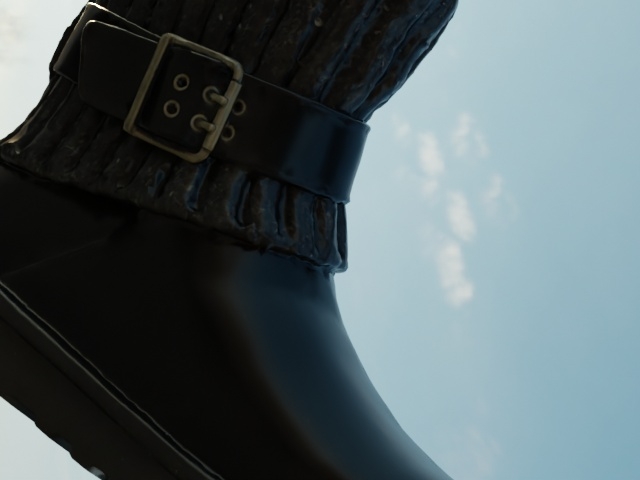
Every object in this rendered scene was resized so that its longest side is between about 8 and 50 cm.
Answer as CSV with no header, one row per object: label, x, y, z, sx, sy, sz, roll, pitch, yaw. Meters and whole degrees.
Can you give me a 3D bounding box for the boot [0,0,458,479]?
boot,-0.001,-0.002,0.457,0.348,0.260,0.131,34,-9,16
